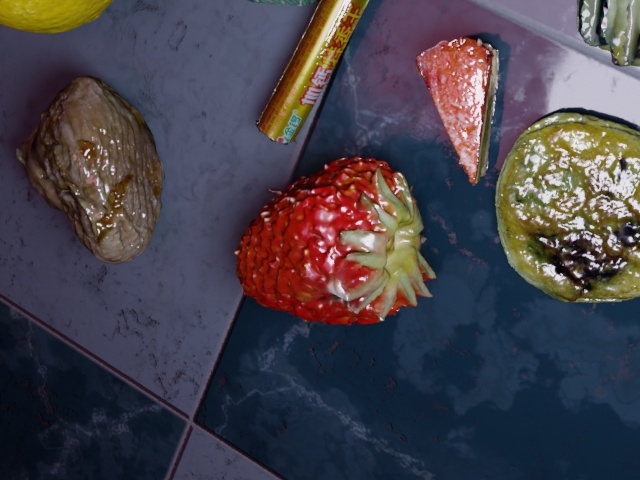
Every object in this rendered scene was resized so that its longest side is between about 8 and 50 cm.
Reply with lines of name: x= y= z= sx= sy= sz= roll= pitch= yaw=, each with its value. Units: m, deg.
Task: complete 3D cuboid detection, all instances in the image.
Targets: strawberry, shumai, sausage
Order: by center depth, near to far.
sausage: x=0.008 y=-0.328 z=1.375 sx=0.082 sy=0.082 sz=0.371 roll=35 pitch=116 yaw=10
strawberry: x=0.001 y=-0.002 z=1.390 sx=0.344 sy=0.292 sz=0.292 roll=8 pitch=109 yaw=37
shumai: x=-0.464 y=-0.126 z=1.561 sx=0.283 sy=0.217 sz=0.345 roll=0 pitch=108 yaw=23

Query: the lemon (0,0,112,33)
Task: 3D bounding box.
lemon: x=-0.484 y=-0.517 z=1.368 sx=0.350 sy=0.387 sz=0.349 roll=-2 pitch=86 yaw=22

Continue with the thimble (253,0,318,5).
thimble: x=-0.061 y=-0.423 z=1.338 sx=0.119 sy=0.135 sz=0.090 roll=14 pitch=113 yaw=28

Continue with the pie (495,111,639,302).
pie: x=0.414 y=-0.035 z=1.289 sx=0.323 sy=0.070 sz=0.323 roll=8 pitch=110 yaw=22

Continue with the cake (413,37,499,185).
cake: x=0.245 y=-0.210 z=1.297 sx=0.117 sy=0.086 sz=0.220 roll=-24 pitch=94 yaw=30

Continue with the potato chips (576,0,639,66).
potato chips: x=0.531 y=-0.412 z=1.125 sx=0.359 sy=0.070 sz=0.428 roll=9 pitch=110 yaw=18
